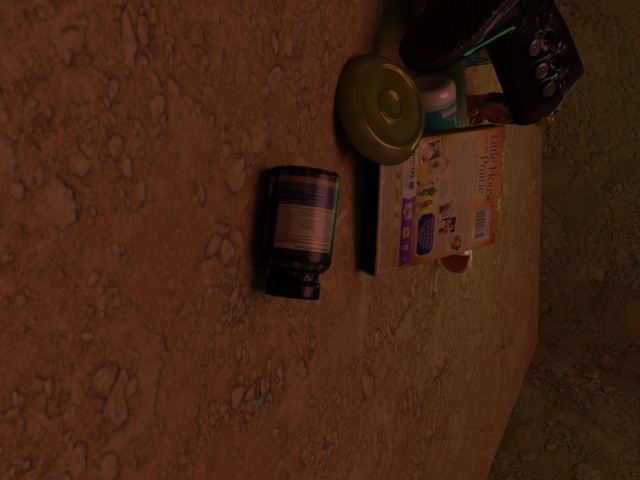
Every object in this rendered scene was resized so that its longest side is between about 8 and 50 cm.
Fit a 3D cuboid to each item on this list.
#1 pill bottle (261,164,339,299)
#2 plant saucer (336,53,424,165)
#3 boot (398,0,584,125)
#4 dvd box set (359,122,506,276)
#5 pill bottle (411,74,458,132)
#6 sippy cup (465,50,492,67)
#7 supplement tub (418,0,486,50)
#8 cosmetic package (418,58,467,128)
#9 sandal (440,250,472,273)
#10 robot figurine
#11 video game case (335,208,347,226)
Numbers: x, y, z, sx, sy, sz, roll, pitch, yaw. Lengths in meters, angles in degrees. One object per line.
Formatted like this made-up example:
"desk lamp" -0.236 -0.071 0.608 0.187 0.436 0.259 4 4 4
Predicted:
"pill bottle" -0.037 -0.012 1.240 0.123 0.122 0.219 8 88 -64
"plant saucer" 0.138 -0.277 1.513 0.240 0.037 0.241 7 78 -36
"boot" 0.413 -0.412 1.688 0.445 0.367 0.146 40 16 -55
"dvd box set" 0.270 -0.106 1.708 0.420 0.062 0.308 -14 114 -36
"pill bottle" 0.269 -0.262 1.791 0.146 0.146 0.264 -52 139 -48
"sippy cup" 0.491 -0.610 2.090 0.305 0.224 0.240 -60 144 -40
"supplement tub" 0.345 -0.617 1.710 0.324 0.235 0.236 28 70 -48
"cosmetic package" 0.324 -0.418 1.922 0.127 0.107 0.238 -43 134 -52
"sandal" 0.391 -0.035 2.160 0.076 0.101 0.265 11 77 -63
"robot figurine" 0.612 -0.415 2.302 0.211 0.290 0.085 13 84 -63
"video game case" 0.000 0.000 1.356 0.122 0.011 0.087 -49 -178 41
